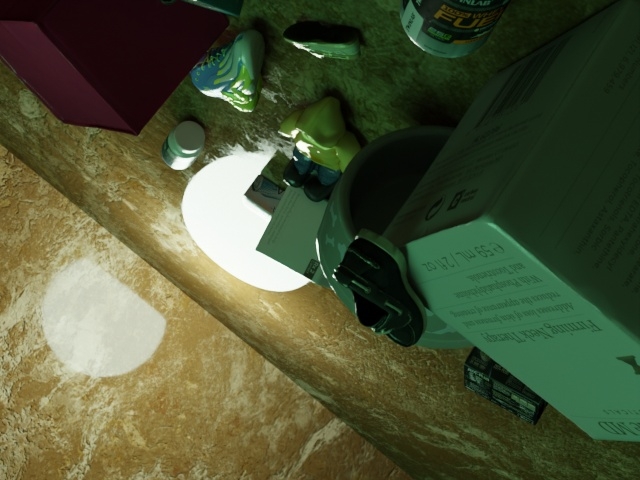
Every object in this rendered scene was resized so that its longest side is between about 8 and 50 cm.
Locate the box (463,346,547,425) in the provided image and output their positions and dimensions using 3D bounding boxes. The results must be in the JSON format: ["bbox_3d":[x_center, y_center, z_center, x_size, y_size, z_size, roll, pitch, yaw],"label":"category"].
[{"bbox_3d":[0.403,0.302,2.237,0.180,0.077,0.147,27,160,21],"label":"box"}]

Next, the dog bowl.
[{"bbox_3d":[0.171,-0.021,1.491,0.349,0.349,0.102,31,147,14],"label":"dog bowl"}]

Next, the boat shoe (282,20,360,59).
[{"bbox_3d":[0.002,-0.292,1.543,0.135,0.050,0.045,20,150,38],"label":"boat shoe"}]

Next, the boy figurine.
[{"bbox_3d":[0.004,-0.158,1.802,0.177,0.092,0.285,37,164,5],"label":"boy figurine"}]

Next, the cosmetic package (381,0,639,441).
[{"bbox_3d":[0.343,-0.004,1.227,0.394,0.327,0.329,38,162,-9],"label":"cosmetic package"}]

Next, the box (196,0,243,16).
[{"bbox_3d":[-0.178,-0.364,1.458,0.101,0.060,0.244,18,-170,7],"label":"box"}]

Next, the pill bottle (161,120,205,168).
[{"bbox_3d":[-0.289,-0.203,2.202,0.078,0.078,0.137,38,161,-7],"label":"pill bottle"}]

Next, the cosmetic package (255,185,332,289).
[{"bbox_3d":[0.000,0.000,2.009,0.151,0.151,0.184,27,180,24],"label":"cosmetic package"}]

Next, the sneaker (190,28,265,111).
[{"bbox_3d":[-0.161,-0.284,1.729,0.126,0.091,0.240,13,161,0],"label":"sneaker"}]

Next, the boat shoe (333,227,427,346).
[{"bbox_3d":[0.070,0.075,1.262,0.084,0.079,0.233,23,160,28],"label":"boat shoe"}]

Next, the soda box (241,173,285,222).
[{"bbox_3d":[-0.076,-0.060,2.207,0.183,0.063,0.058,34,161,2],"label":"soda box"}]

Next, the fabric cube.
[{"bbox_3d":[-0.360,-0.355,1.685,0.259,0.258,0.254,14,151,46],"label":"fabric cube"}]

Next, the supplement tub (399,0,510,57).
[{"bbox_3d":[0.162,-0.295,1.161,0.117,0.117,0.190,34,161,4],"label":"supplement tub"}]
